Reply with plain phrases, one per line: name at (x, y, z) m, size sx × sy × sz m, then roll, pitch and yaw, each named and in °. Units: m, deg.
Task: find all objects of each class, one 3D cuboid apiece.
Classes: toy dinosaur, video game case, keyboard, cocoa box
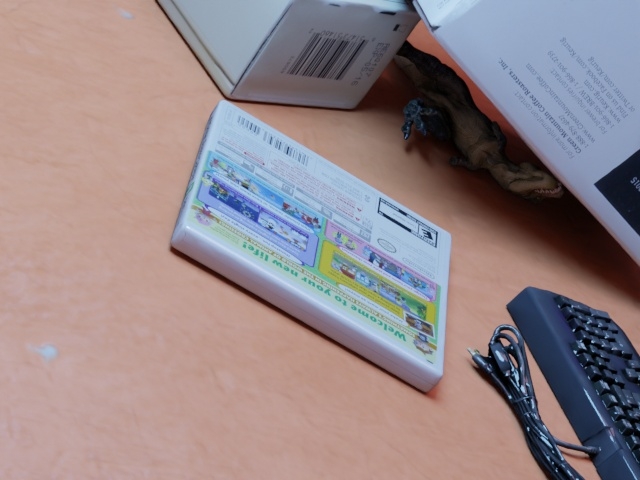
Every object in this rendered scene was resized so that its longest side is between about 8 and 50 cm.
toy dinosaur at (0.101, -0.124, 1.597) m, size 0.118 × 0.064 × 0.268 m, roll 21°, pitch 29°, yaw -54°
video game case at (0.000, 0.000, 1.346) m, size 0.212 × 0.023 × 0.193 m, roll 31°, pitch 29°, yaw -12°
keyboard at (0.219, 0.151, 1.355) m, size 0.201 × 0.033 × 0.317 m, roll 12°, pitch 37°, yaw -37°
cocoa box at (0.247, -0.180, 1.541) m, size 0.347 × 0.231 × 0.228 m, roll 44°, pitch 14°, yaw -31°

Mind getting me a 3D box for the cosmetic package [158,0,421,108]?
cosmetic package at (-0.071, -0.256, 1.549) m, size 0.160 × 0.113 × 0.309 m, roll 2°, pitch 43°, yaw -46°
